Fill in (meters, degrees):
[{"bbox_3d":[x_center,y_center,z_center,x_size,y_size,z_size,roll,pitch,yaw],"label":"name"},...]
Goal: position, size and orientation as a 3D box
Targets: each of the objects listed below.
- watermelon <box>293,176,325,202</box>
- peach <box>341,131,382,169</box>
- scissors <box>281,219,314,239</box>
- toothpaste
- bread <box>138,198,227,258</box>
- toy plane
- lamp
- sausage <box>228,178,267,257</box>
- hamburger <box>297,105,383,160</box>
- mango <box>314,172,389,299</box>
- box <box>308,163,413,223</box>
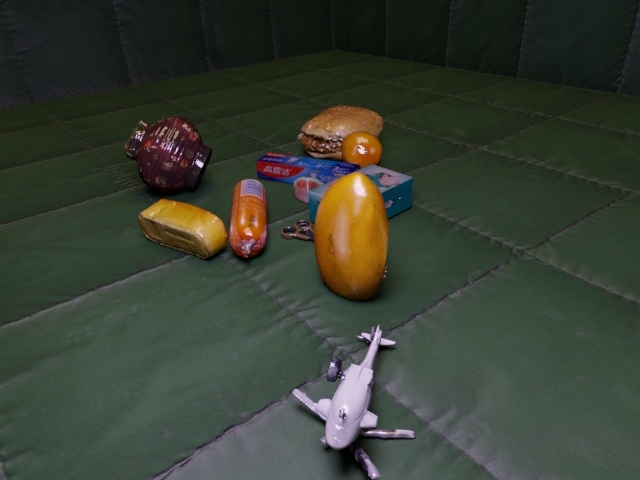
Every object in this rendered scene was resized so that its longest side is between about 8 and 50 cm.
[{"bbox_3d":[-0.028,-0.139,1.430,0.092,0.072,0.084,26,0,-32],"label":"watermelon"},{"bbox_3d":[0.125,-0.268,1.547,0.138,0.138,0.138,-2,29,1],"label":"peach"},{"bbox_3d":[0.000,0.000,1.208,0.088,0.017,0.220,-27,38,-36],"label":"scissors"},{"bbox_3d":[-0.039,-0.208,1.533,0.320,0.066,0.076,11,32,25],"label":"toothpaste"},{"bbox_3d":[-0.324,-0.028,1.208,0.245,0.102,0.094,15,40,31],"label":"bread"},{"bbox_3d":[0.070,0.206,0.748,0.181,0.107,0.273,23,33,29],"label":"toy plane"},{"bbox_3d":[-0.442,-0.251,1.480,0.246,0.247,0.247,-2,29,1],"label":"lamp"},{"bbox_3d":[-0.175,-0.049,1.236,0.092,0.093,0.312,-5,30,-4],"label":"sausage"},{"bbox_3d":[0.070,-0.375,1.744,0.259,0.145,0.283,18,41,28],"label":"hamburger"},{"bbox_3d":[0.059,-0.019,0.990,0.137,0.257,0.187,-9,30,-10],"label":"mango"},{"bbox_3d":[0.106,-0.107,1.311,0.244,0.092,0.153,-27,37,-36],"label":"box"}]
